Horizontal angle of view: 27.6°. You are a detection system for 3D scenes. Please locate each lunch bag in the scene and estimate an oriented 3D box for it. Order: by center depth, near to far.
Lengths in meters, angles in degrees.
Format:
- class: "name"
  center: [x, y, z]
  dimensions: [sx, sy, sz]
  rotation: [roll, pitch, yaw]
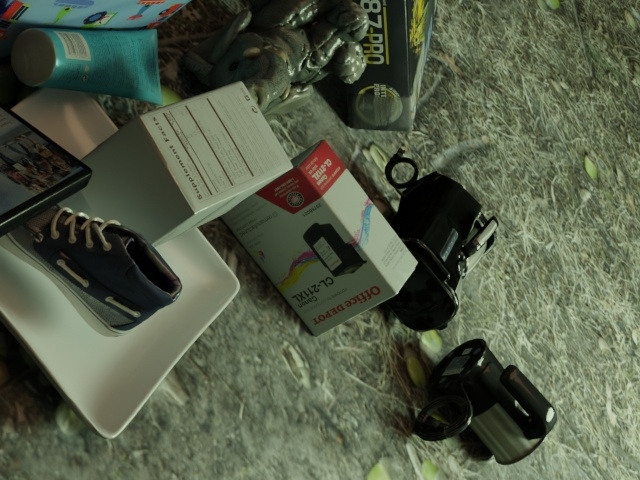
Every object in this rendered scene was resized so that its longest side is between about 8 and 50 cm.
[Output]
- class: "lunch bag"
  center: [-0.219, -0.262, 1.246]
  dimensions: [0.138, 0.221, 0.293]
  rotation: [55, 34, -5]

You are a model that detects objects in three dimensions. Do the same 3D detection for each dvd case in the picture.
- class: "dvd case"
  center: [-0.333, -0.091, 1.058]
  dimensions: [0.253, 0.022, 0.180]
  rotation: [35, 33, 9]

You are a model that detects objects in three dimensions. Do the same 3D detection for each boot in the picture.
- class: "boot"
  center: [-0.204, -0.004, 1.107]
  dimensions: [0.190, 0.086, 0.069]
  rotation: [46, 37, -19]

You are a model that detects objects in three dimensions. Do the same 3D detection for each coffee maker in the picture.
- class: "coffee maker"
  center: [0.116, 0.003, 1.587]
  dimensions: [0.171, 0.120, 0.178]
  rotation: [33, 34, 3]

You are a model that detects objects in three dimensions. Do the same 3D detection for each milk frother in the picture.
- class: "milk frother"
  center: [0.188, 0.213, 1.531]
  dimensions: [0.143, 0.129, 0.135]
  rotation: [-43, 104, -12]

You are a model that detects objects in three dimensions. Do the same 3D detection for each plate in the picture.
- class: "plate"
  center: [-0.223, 0.010, 1.190]
  dimensions: [0.277, 0.045, 0.278]
  rotation: [53, 34, -11]

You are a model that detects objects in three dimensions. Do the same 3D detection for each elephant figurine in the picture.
- class: "elephant figurine"
  center: [-0.070, -0.197, 1.462]
  dimensions: [0.169, 0.186, 0.239]
  rotation: [32, 58, 20]

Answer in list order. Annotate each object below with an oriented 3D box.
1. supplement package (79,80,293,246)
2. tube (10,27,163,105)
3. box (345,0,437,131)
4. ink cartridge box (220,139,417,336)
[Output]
- class: "supplement package"
  center: [-0.129, -0.069, 1.237]
  dimensions: [0.105, 0.105, 0.179]
  rotation: [59, 34, 0]
- class: "tube"
  center: [-0.213, -0.173, 1.267]
  dimensions: [0.207, 0.052, 0.080]
  rotation: [-8, 99, -62]
- class: "box"
  center: [0.097, -0.384, 1.711]
  dimensions: [0.395, 0.097, 0.318]
  rotation: [-75, 167, -47]
- class: "ink cartridge box"
  center: [0.000, 0.000, 1.407]
  dimensions: [0.175, 0.127, 0.072]
  rotation: [52, 36, -10]
